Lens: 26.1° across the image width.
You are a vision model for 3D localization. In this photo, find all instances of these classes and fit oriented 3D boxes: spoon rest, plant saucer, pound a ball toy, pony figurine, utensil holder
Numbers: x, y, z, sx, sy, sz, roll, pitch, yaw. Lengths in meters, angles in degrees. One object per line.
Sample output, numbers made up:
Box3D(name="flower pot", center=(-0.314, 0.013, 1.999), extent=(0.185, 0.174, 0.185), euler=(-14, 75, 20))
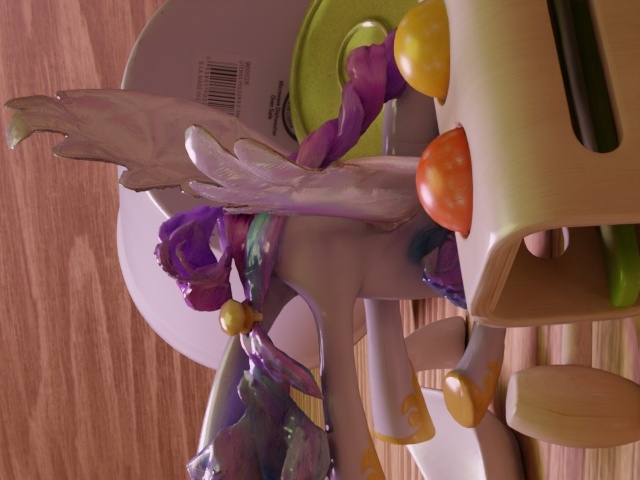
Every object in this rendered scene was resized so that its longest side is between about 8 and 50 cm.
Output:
Box3D(name="spoon rest", center=(0.107, 0.159, 1.146), extent=(0.276, 0.084, 0.137), euler=(-102, 10, -62))
Box3D(name="plant saucer", center=(0.047, -0.142, 1.110), extent=(0.241, 0.037, 0.241), euler=(-11, 75, 48))
Box3D(name="pound a ball toy", center=(0.105, -0.064, 0.748), extent=(0.208, 0.135, 0.319), euler=(98, 168, -64))
Box3D(name="pony figurine", center=(0.000, 0.000, 0.929), extent=(0.302, 0.351, 0.364), euler=(20, 112, 47))
Box3D(name="utensil holder", center=(-0.044, -0.060, 1.392), extent=(0.385, 0.327, 0.328), euler=(113, 153, -71))

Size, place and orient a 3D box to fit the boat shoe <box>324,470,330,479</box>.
Box3D(name="boat shoe", center=(0.010, 0.484, 2.002), extent=(0.130, 0.132, 0.356), euler=(44, -151, -65))
